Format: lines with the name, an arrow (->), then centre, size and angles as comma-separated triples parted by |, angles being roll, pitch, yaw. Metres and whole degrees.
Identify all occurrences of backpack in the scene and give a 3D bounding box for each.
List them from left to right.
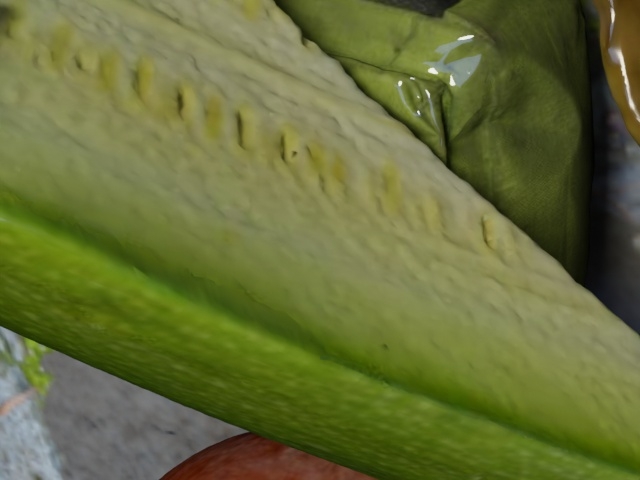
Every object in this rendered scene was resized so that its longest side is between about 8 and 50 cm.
backpack -> -0.015, -0.035, 0.655 | 0.253, 0.140, 0.207 | 16, 123, 30

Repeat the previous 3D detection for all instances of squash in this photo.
squash -> 0.000, 0.000, 0.553 | 0.289, 0.203, 0.111 | 20, 132, -24

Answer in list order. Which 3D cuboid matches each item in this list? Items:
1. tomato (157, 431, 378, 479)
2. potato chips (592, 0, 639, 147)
tomato -> 0.006, 0.211, 0.702 | 0.265, 0.265, 0.264 | 13, 121, 23
potato chips -> 0.194, -0.080, 0.545 | 0.208, 0.062, 0.195 | -15, 92, 21
